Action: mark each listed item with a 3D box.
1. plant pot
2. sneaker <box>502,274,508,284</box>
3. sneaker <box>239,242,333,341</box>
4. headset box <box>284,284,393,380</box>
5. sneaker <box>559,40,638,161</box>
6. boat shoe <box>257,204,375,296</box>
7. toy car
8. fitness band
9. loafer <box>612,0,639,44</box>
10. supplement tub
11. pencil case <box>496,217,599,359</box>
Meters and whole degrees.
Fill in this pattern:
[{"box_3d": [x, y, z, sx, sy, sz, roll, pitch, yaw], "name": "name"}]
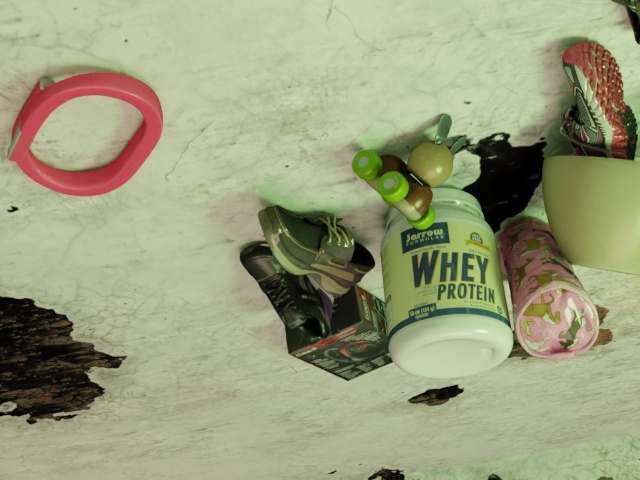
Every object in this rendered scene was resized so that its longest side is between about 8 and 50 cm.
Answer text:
[{"box_3d": [0.544, -0.038, 1.493, 0.284, 0.190, 0.284, 10, 180, 0], "name": "plant pot"}, {"box_3d": [0.493, 0.070, 1.871, 0.217, 0.079, 0.121, -23, 144, 17], "name": "sneaker"}, {"box_3d": [-0.063, 0.116, 1.723, 0.107, 0.124, 0.283, -28, 131, 27], "name": "sneaker"}, {"box_3d": [0.066, 0.228, 1.971, 0.218, 0.110, 0.293, -28, 143, 25], "name": "headset box"}, {"box_3d": [0.466, -0.220, 1.391, 0.112, 0.120, 0.299, 0, 149, 33], "name": "sneaker"}, {"box_3d": [0.000, 0.000, 1.611, 0.130, 0.132, 0.355, -32, 151, 15], "name": "boat shoe"}, {"box_3d": [0.181, -0.141, 1.457, 0.188, 0.149, 0.155, -48, 143, 4], "name": "toy car"}, {"box_3d": [-0.380, -0.169, 1.300, 0.209, 0.054, 0.291, 13, 142, -35], "name": "fitness band"}, {"box_3d": [0.464, -0.364, 1.188, 0.084, 0.096, 0.268, -26, 146, 34], "name": "loafer"}, {"box_3d": [0.240, 0.084, 1.582, 0.236, 0.324, 0.235, -2, 148, -1], "name": "supplement tub"}, {"box_3d": [0.445, 0.090, 1.611, 0.167, 0.386, 0.160, 38, 110, -8], "name": "pencil case"}]
